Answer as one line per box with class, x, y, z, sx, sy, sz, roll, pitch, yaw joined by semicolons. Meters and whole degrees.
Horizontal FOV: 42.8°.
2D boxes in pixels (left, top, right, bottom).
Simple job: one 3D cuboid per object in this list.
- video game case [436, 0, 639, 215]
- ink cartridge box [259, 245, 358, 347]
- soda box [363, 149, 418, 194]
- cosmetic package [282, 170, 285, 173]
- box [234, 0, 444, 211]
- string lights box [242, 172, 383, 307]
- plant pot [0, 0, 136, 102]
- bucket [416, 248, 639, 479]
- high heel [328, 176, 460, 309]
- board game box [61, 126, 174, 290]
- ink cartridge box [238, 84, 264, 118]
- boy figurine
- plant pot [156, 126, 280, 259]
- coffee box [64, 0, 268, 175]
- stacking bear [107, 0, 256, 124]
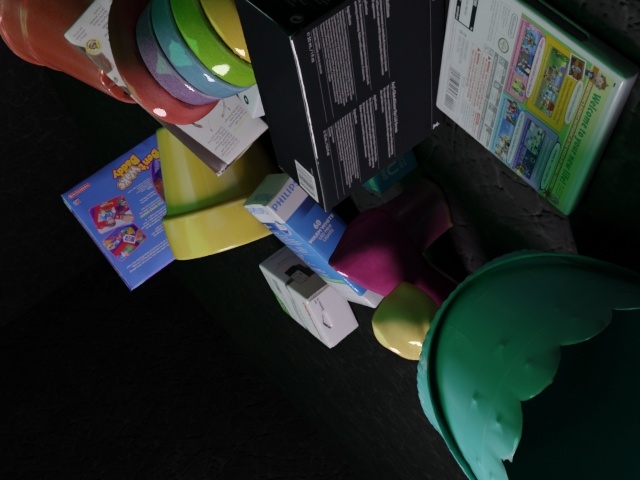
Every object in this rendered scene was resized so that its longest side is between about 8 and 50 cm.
video game case;0.192;-0.143;0.777;0.193;0.023;0.212;46;161;23
ink cartridge box;-0.026;0.120;1.788;0.208;0.087;0.153;34;155;50
soda box;0.048;-0.166;1.029;0.067;0.071;0.210;30;152;52
cosmetic package;-0.036;-0.122;1.401;0.060;0.041;0.115;39;159;37
box;0.032;-0.182;0.848;0.103;0.184;0.261;46;162;31
string lights box;0.000;0.000;1.389;0.259;0.077;0.133;44;167;-19
plant pot;-0.393;-0.391;1.470;0.265;0.272;0.272;34;157;28
bucket;0.244;0.148;0.823;0.183;0.281;0.281;36;157;57
high heel;0.124;0.094;1.163;0.127;0.181;0.377;33;154;49
board game box;-0.315;-0.092;1.678;0.233;0.347;0.078;54;164;-4
ink cartridge box;-0.109;-0.311;1.093;0.223;0.045;0.224;59;156;15
boy figurine;0.199;0.147;1.035;0.285;0.092;0.177;26;162;2
plant pot;-0.190;-0.117;1.514;0.254;0.254;0.239;8;118;67
coffee box;-0.215;-0.260;1.232;0.297;0.119;0.168;42;-160;-19
stacking bear;-0.087;-0.264;0.923;0.289;0.164;0.175;-27;131;31
